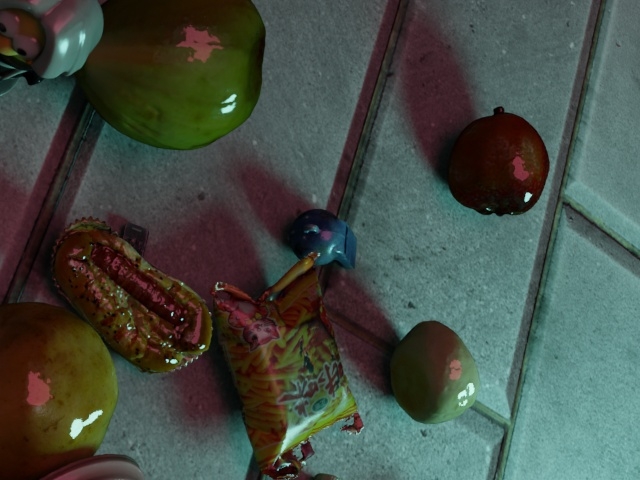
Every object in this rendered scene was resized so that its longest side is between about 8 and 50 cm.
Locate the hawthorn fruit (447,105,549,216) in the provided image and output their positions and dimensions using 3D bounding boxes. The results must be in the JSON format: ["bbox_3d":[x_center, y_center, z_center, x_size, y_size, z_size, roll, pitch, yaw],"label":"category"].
[{"bbox_3d":[0.290,-0.133,2.326,0.169,0.169,0.188,12,73,-38],"label":"hawthorn fruit"}]

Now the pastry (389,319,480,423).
[{"bbox_3d":[0.166,0.199,2.144,0.092,0.156,0.156,-10,86,-36],"label":"pastry"}]

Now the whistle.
[{"bbox_3d":[0.000,0.000,2.106,0.158,0.090,0.090,53,37,-72],"label":"whistle"}]

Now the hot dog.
[{"bbox_3d":[-0.248,0.074,1.857,0.252,0.069,0.131,45,74,-21],"label":"hot dog"}]

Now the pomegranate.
[{"bbox_3d":[-0.350,0.181,1.663,0.233,0.233,0.233,11,72,-39],"label":"pomegranate"}]

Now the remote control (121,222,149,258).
[{"bbox_3d":[-0.256,0.025,1.912,0.039,0.014,0.096,22,67,-34],"label":"remote control"}]

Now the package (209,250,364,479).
[{"bbox_3d":[-0.047,0.171,2.000,0.223,0.108,0.288,-21,101,-47],"label":"package"}]

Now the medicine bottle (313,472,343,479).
[{"bbox_3d":[0.004,0.376,2.027,0.047,0.047,0.083,33,60,-31],"label":"medicine bottle"}]

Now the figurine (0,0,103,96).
[{"bbox_3d":[-0.371,-0.266,1.735,0.176,0.236,0.133,51,53,-21],"label":"figurine"}]

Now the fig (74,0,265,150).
[{"bbox_3d":[-0.206,-0.242,1.873,0.271,0.239,0.239,7,75,-43],"label":"fig"}]

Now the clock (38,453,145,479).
[{"bbox_3d":[-0.308,0.340,1.667,0.244,0.244,0.056,-12,48,-42],"label":"clock"}]
